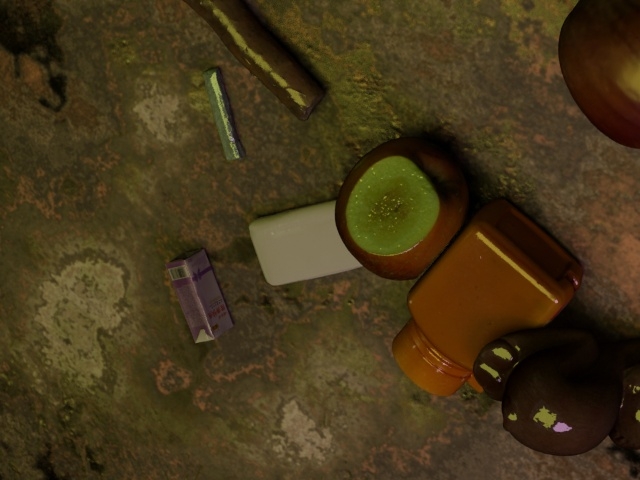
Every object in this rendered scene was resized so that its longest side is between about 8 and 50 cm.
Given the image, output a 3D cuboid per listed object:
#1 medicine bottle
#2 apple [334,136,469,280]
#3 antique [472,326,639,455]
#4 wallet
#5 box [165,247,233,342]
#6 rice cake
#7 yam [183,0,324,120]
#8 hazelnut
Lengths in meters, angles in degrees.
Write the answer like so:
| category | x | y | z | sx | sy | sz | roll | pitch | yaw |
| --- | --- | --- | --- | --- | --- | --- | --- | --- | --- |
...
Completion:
| category | x | y | z | sx | sy | sz | roll | pitch | yaw |
| --- | --- | --- | --- | --- | --- | --- | --- | --- | --- |
| medicine bottle | 0.188 | 0.078 | 1.856 | 0.149 | 0.112 | 0.222 | 42 | 120 | 5 |
| apple | 0.096 | -0.042 | 1.824 | 0.146 | 0.163 | 0.147 | 46 | 116 | 3 |
| antique | 0.314 | 0.181 | 1.779 | 0.121 | 0.257 | 0.143 | -65 | 33 | 27 |
| wallet | 0.000 | 0.000 | 1.960 | 0.190 | 0.033 | 0.095 | -11 | 105 | 28 |
| box | -0.159 | 0.072 | 2.050 | 0.036 | 0.050 | 0.117 | -13 | 104 | 36 |
| rice cake | -0.123 | -0.159 | 1.965 | 0.022 | 0.021 | 0.121 | -10 | 107 | 22 |
| yam | -0.089 | -0.245 | 1.901 | 0.241 | 0.057 | 0.057 | 46 | 121 | 1 |
| hazelnut | 0.362 | -0.195 | 1.647 | 0.210 | 0.210 | 0.186 | -13 | 141 | 28 |
